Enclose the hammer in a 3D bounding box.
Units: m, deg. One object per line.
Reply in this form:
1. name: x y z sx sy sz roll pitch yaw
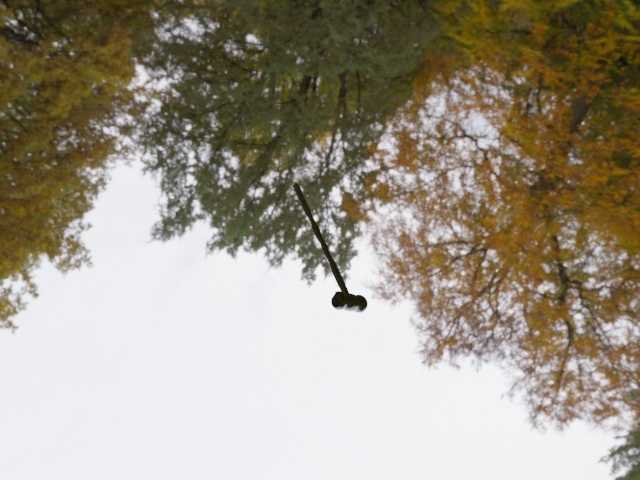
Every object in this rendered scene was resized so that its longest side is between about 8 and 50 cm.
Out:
1. hammer: 0.000 0.000 0.853 0.058 0.029 0.292 17 -144 -41
